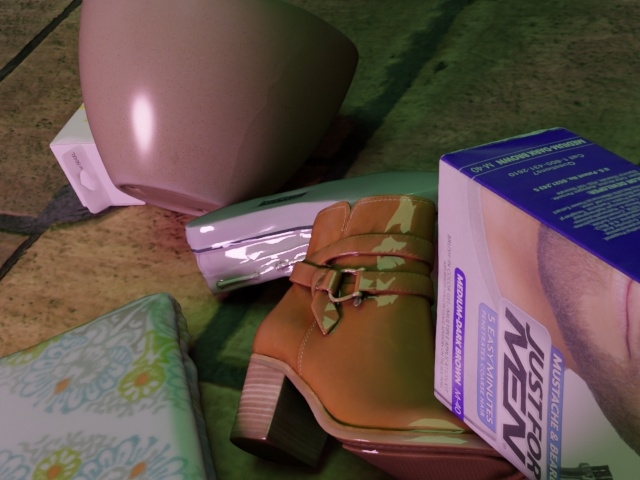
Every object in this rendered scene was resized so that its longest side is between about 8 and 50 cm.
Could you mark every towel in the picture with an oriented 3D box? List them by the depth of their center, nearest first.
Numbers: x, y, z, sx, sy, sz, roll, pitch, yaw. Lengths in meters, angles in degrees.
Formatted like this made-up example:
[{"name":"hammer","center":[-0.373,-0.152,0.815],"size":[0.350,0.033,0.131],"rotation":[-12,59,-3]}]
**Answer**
[{"name":"towel","center":[-0.240,0.217,1.114],"size":[0.320,0.090,0.374],"rotation":[-21,35,0]}]

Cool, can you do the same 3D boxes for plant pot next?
[{"name":"plant pot","center":[-0.121,-0.129,1.371],"size":[0.284,0.284,0.191],"rotation":[7,78,38]}]

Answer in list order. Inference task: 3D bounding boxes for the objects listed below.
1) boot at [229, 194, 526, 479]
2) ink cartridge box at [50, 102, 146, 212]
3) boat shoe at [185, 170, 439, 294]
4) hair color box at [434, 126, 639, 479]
[{"name":"boot","center":[0.065,0.073,1.055],"size":[0.283,0.109,0.220],"rotation":[-4,59,48]},{"name":"ink cartridge box","center":[-0.222,-0.105,1.518],"size":[0.089,0.092,0.143],"rotation":[-1,42,30]},{"name":"boat shoe","center":[0.000,0.000,1.244],"size":[0.267,0.088,0.096],"rotation":[-11,14,24]},{"name":"hair color box","center":[0.197,0.080,0.788],"size":[0.110,0.185,0.339],"rotation":[-16,30,-26]}]
